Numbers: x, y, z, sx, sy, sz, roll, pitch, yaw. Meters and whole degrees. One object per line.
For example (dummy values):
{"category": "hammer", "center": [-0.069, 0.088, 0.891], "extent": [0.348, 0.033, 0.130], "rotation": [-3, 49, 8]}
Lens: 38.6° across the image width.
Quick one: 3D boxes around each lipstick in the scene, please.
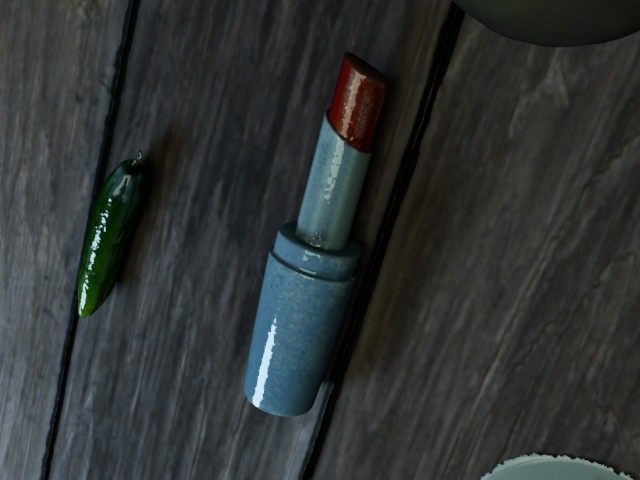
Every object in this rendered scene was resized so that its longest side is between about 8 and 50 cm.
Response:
{"category": "lipstick", "center": [0.000, 0.000, 0.671], "extent": [0.068, 0.061, 0.274], "rotation": [23, 113, 19]}

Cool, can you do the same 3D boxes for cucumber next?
{"category": "cucumber", "center": [-0.175, -0.008, 0.761], "extent": [0.039, 0.039, 0.168], "rotation": [30, 117, 14]}

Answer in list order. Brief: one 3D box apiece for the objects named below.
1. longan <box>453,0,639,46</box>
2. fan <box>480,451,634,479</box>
{"category": "longan", "center": [0.121, -0.224, 0.472], "extent": [0.248, 0.248, 0.248], "rotation": [7, 107, 22]}
{"category": "fan", "center": [0.242, 0.223, 0.656], "extent": [0.329, 0.009, 0.191], "rotation": [-24, 93, 28]}
